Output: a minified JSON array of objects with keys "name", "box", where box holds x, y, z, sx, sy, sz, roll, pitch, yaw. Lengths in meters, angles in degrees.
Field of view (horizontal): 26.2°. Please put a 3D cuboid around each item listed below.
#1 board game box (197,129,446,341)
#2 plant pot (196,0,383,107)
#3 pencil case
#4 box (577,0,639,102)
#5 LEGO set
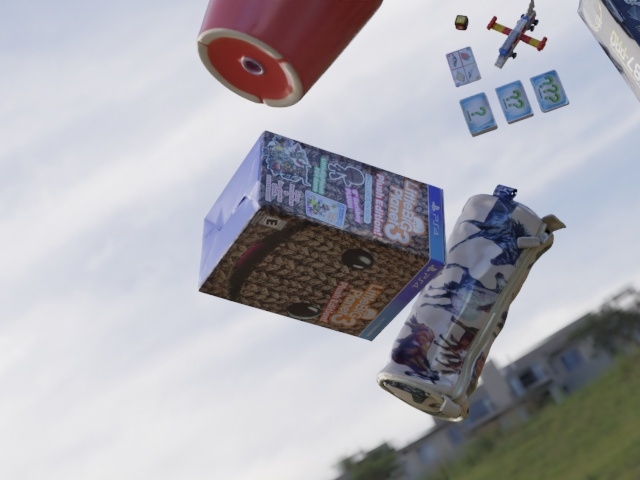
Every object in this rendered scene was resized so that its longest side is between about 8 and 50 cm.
[{"name":"board game box","box":[0.000,0.000,1.994,0.291,0.141,0.232,17,-39,-19]},{"name":"plant pot","box":[-0.064,-0.369,2.244,0.275,0.275,0.243,95,-160,-63]},{"name":"pencil case","box":[0.245,0.110,2.274,0.183,0.160,0.410,-9,46,56]},{"name":"box","box":[0.622,-0.309,2.001,0.395,0.318,0.097,-16,-36,-12]},{"name":"LEGO set","box":[0.317,-0.320,2.429,0.182,0.244,0.060,-18,-28,7]}]
